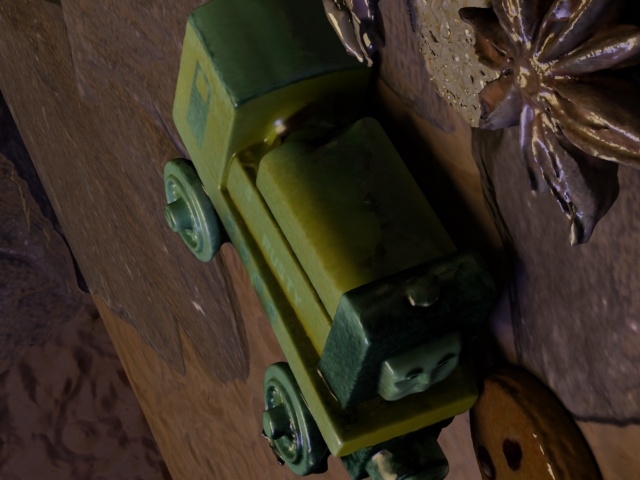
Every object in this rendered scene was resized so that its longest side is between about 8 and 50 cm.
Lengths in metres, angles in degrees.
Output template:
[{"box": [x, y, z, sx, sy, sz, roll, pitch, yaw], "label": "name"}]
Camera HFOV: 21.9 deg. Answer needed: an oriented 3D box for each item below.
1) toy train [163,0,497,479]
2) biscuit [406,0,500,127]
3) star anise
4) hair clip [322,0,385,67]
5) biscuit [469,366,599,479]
[{"box": [0.000, 0.000, 1.268, 0.397, 0.160, 0.253, 63, 157, 25], "label": "toy train"}, {"box": [0.090, -0.142, 1.062, 0.152, 0.020, 0.152, 160, 90, -75], "label": "biscuit"}, {"box": [0.139, -0.099, 0.917, 0.182, 0.065, 0.195, 93, 153, -45], "label": "star anise"}, {"box": [-0.004, -0.256, 1.088, 0.292, 0.084, 0.106, 69, 167, -11], "label": "hair clip"}, {"box": [0.200, 0.301, 1.218, 0.432, 0.064, 0.283, 66, 162, 1], "label": "biscuit"}]
